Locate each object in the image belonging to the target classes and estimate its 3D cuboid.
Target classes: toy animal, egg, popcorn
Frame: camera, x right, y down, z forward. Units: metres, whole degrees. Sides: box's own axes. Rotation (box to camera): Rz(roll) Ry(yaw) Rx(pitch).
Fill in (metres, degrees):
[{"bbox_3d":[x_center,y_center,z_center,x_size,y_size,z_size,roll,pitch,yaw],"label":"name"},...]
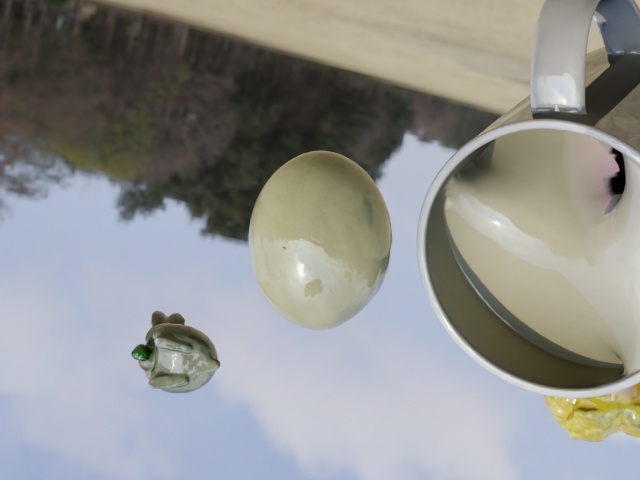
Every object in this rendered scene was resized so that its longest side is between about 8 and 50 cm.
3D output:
[{"bbox_3d":[-0.232,0.179,2.167,0.138,0.108,0.236,8,-178,-6],"label":"toy animal"},{"bbox_3d":[0.000,0.000,2.042,0.219,0.269,0.219,5,-170,-1],"label":"egg"},{"bbox_3d":[0.464,0.222,2.119,0.203,0.226,0.200,35,173,-33],"label":"popcorn"}]

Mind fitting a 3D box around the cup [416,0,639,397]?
[{"bbox_3d":[0.247,-0.072,1.175,0.237,0.322,0.327,4,-159,28],"label":"cup"}]
